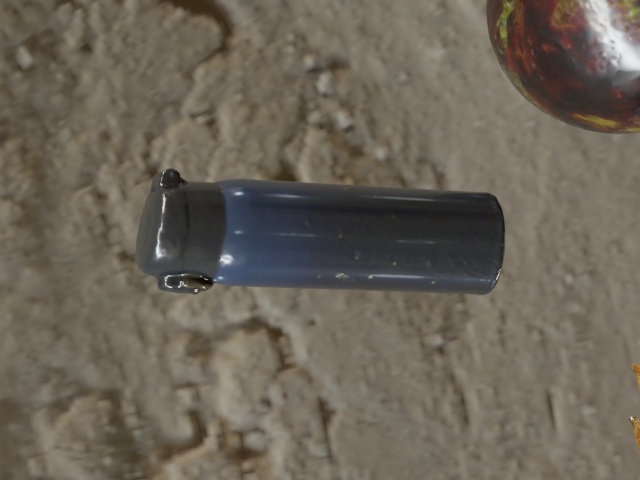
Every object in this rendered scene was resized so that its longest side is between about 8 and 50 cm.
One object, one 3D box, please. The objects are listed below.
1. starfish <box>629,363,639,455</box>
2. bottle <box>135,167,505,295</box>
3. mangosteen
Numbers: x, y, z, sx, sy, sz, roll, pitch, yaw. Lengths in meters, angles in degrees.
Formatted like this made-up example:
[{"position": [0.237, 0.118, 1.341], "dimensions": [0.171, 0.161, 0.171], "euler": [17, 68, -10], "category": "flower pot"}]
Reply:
[{"position": [0.278, 0.202, 1.397], "dimensions": [0.043, 0.240, 0.227], "euler": [-14, 52, -10], "category": "starfish"}, {"position": [0.000, 0.000, 1.211], "dimensions": [0.244, 0.072, 0.082], "euler": [4, 87, -19], "category": "bottle"}, {"position": [0.266, -0.187, 1.424], "dimensions": [0.289, 0.231, 0.231], "euler": [13, 73, -39], "category": "mangosteen"}]
